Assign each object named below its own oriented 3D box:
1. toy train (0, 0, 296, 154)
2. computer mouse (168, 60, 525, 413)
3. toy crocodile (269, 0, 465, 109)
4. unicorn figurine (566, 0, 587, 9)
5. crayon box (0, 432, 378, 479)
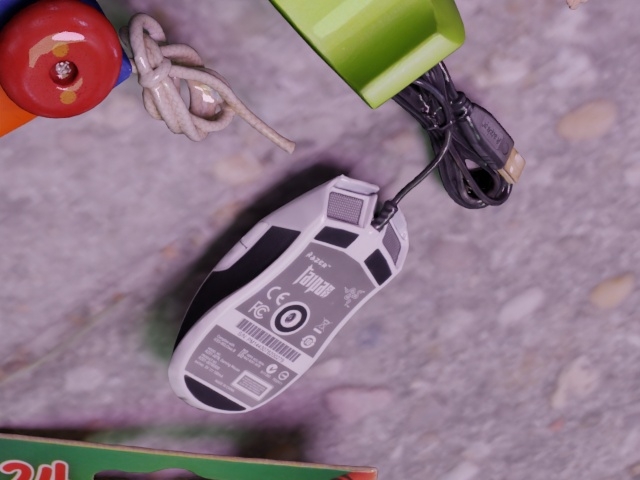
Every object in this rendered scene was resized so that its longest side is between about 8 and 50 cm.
[{"bbox_3d":[-0.134,-0.046,0.529,0.143,0.105,0.248,-44,129,10],"label":"toy train"},{"bbox_3d":[0.000,0.000,0.667,0.193,0.042,0.106,-44,133,10],"label":"computer mouse"},{"bbox_3d":[-0.047,-0.181,0.458,0.115,0.105,0.340,-26,131,2],"label":"toy crocodile"},{"bbox_3d":[0.088,-0.164,0.559,0.111,0.060,0.162,-39,146,12],"label":"unicorn figurine"},{"bbox_3d":[-0.084,0.244,0.775,0.202,0.081,0.319,4,127,-1],"label":"crayon box"}]
